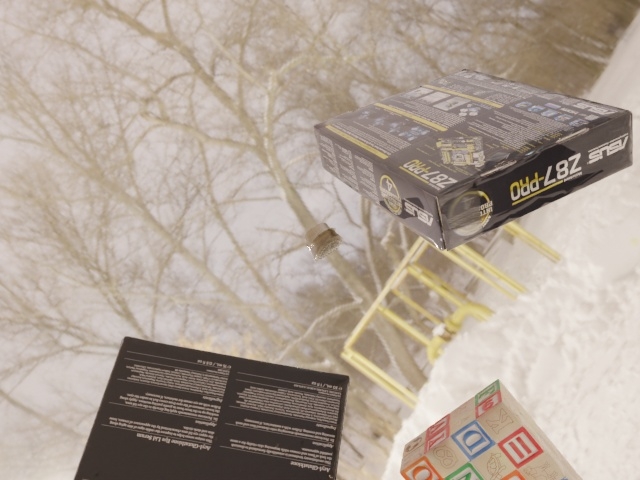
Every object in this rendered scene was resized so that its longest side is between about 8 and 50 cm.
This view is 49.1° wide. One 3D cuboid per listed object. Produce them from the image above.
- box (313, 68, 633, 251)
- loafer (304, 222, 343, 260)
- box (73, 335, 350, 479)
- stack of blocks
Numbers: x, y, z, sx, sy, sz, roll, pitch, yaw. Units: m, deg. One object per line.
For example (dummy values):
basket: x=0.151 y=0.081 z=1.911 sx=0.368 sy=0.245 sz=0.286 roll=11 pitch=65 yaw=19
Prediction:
box: x=0.211 y=-0.149 z=1.074 sx=0.319 sy=0.395 sz=0.097 roll=-22 pitch=-61 yaw=-16
loafer: x=0.000 y=0.000 z=1.117 sx=0.056 sy=0.050 sz=0.148 roll=-35 pitch=-4 yaw=-7
box: x=-0.111 y=0.228 z=0.769 sx=0.103 sy=0.262 sz=0.184 roll=99 pitch=-178 yaw=-52
stack of blocks: x=0.268 y=0.360 z=0.942 sx=0.171 sy=0.297 sz=0.087 roll=-41 pitch=-1 yaw=14
